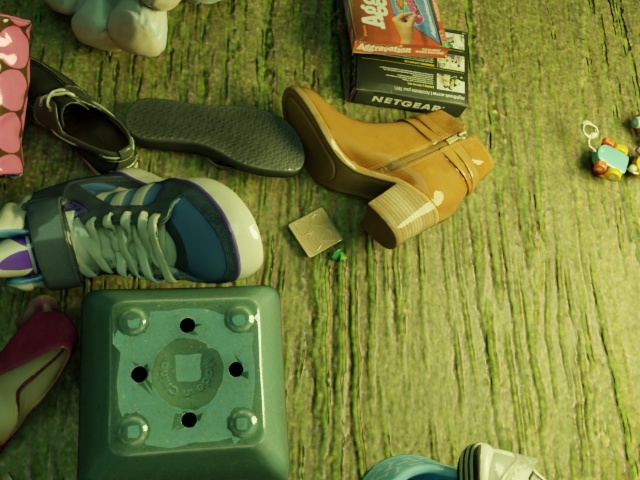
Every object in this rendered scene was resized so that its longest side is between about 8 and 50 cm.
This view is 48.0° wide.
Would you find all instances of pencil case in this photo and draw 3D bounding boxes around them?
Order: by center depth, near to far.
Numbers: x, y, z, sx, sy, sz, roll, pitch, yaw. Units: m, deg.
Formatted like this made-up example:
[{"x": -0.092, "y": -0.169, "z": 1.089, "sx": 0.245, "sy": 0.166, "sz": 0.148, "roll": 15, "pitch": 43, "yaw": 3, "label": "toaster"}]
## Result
[{"x": -0.412, "y": -0.181, "z": 0.896, "sx": 0.095, "sy": 0.098, "sz": 0.209, "roll": 4, "pitch": 94, "yaw": 14, "label": "pencil case"}]

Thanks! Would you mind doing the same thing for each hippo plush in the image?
[{"x": -0.251, "y": -0.411, "z": 1.018, "sx": 0.294, "sy": 0.234, "sz": 0.236, "roll": 58, "pitch": 39, "yaw": -6, "label": "hippo plush"}]

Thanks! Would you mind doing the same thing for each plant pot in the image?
[{"x": -0.148, "y": 0.163, "z": 0.796, "sx": 0.247, "sy": 0.252, "sz": 0.247, "roll": 0, "pitch": 73, "yaw": -13, "label": "plant pot"}]

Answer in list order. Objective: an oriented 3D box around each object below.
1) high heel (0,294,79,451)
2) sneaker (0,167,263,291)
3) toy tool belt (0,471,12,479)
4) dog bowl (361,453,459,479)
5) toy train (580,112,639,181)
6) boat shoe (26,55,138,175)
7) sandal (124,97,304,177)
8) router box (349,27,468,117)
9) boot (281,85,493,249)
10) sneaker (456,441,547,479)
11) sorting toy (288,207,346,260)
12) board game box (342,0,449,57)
[{"x": -0.342, "y": 0.182, "z": 0.787, "sx": 0.082, "sy": 0.117, "sz": 0.244, "roll": 34, "pitch": 92, "yaw": -34, "label": "high heel"}, {"x": -0.244, "y": 0.011, "z": 0.803, "sx": 0.236, "sy": 0.323, "sz": 0.130, "roll": -27, "pitch": 121, "yaw": -35, "label": "sneaker"}, {"x": -0.373, "y": 0.304, "z": 0.808, "sx": 0.051, "sy": 0.052, "sz": 0.083, "roll": -4, "pitch": 54, "yaw": -19, "label": "toy tool belt"}, {"x": 0.188, "y": 0.365, "z": 0.897, "sx": 0.298, "sy": 0.074, "sz": 0.165, "roll": 13, "pitch": 70, "yaw": -7, "label": "dog bowl"}, {"x": 0.484, "y": -0.150, "z": 1.144, "sx": 0.167, "sy": 0.046, "sz": 0.125, "roll": -11, "pitch": 74, "yaw": -18, "label": "toy train"}, {"x": -0.337, "y": -0.177, "z": 0.961, "sx": 0.233, "sy": 0.079, "sz": 0.084, "roll": 41, "pitch": 71, "yaw": 5, "label": "boat shoe"}, {"x": -0.144, "y": -0.144, "z": 1.010, "sx": 0.255, "sy": 0.054, "sz": 0.097, "roll": 15, "pitch": 63, "yaw": 3, "label": "sandal"}, {"x": 0.137, "y": -0.268, "z": 1.106, "sx": 0.179, "sy": 0.046, "sz": 0.133, "roll": 7, "pitch": 71, "yaw": -9, "label": "router box"}, {"x": 0.099, "y": -0.147, "z": 1.030, "sx": 0.220, "sy": 0.109, "sz": 0.283, "roll": -36, "pitch": 75, "yaw": -25, "label": "boot"}, {"x": 0.228, "y": 0.355, "z": 0.825, "sx": 0.132, "sy": 0.086, "sz": 0.228, "roll": 11, "pitch": 70, "yaw": -11, "label": "sneaker"}, {"x": 0.000, "y": 0.000, "z": 1.008, "sx": 0.062, "sy": 0.012, "sz": 0.083, "roll": -28, "pitch": 76, "yaw": -24, "label": "sorting toy"}, {"x": 0.102, "y": -0.398, "z": 1.118, "sx": 0.145, "sy": 0.027, "sz": 0.281, "roll": -1, "pitch": 59, "yaw": -12, "label": "board game box"}]
